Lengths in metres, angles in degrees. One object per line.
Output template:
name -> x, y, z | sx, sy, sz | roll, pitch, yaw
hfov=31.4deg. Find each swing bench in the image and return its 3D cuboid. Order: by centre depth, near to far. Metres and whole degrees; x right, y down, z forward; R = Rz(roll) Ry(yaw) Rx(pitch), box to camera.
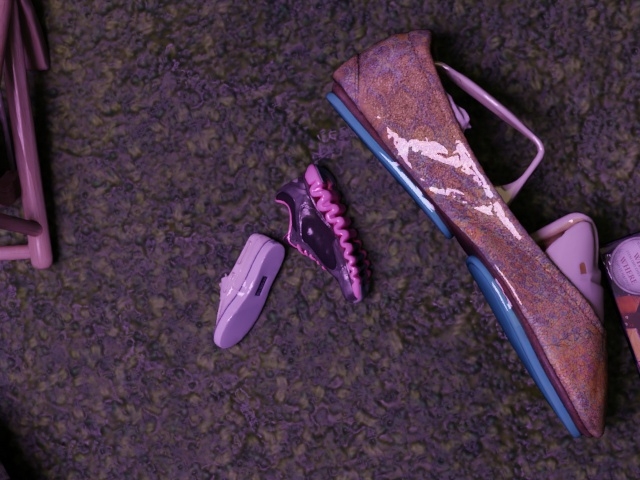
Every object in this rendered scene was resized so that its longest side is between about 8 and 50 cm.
swing bench -> -0.366, -0.101, 0.926 | 0.253, 0.165, 0.255 | -3, 84, 9

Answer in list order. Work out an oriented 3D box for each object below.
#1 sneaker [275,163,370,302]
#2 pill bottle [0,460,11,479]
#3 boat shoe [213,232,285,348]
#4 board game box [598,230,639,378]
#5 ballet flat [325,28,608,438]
sneaker -> 0.000, 0.000, 0.929 | 0.057, 0.047, 0.119 | -25, 79, 14
pill bottle -> -0.324, 0.266, 0.890 | 0.210, 0.210, 0.363 | -31, 86, 7
boat shoe -> -0.066, 0.040, 0.944 | 0.035, 0.035, 0.100 | 31, 99, 35
board game box -> 0.330, 0.092, 0.876 | 0.165, 0.042, 0.243 | -20, 87, 8
ballet flat -> 0.141, -0.016, 0.870 | 0.123, 0.123, 0.348 | -36, 82, 7
